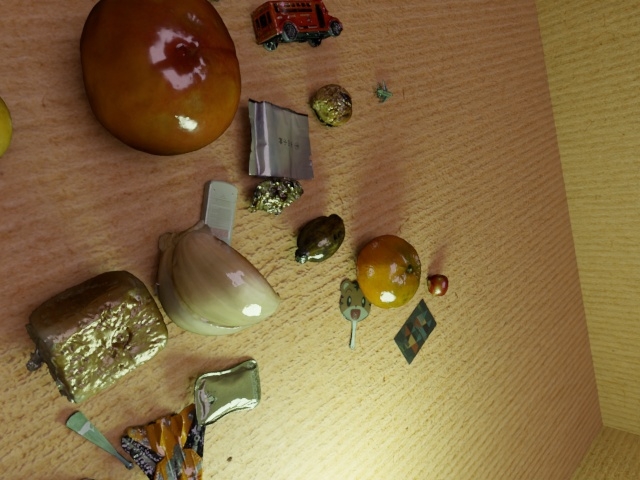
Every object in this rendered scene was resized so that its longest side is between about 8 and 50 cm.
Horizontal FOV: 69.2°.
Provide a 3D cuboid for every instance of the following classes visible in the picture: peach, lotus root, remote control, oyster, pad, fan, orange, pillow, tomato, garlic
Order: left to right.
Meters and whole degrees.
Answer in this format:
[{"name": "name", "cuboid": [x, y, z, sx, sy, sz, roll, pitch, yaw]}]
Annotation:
[{"name": "fan", "cuboid": [-0.478, 0.443, 1.016, 0.038, 0.016, 0.193, -46, 116, -27]}, {"name": "peach", "cuboid": [-0.318, -0.346, 0.960, 0.343, 0.302, 0.342, 1, 88, -40]}, {"name": "remote control", "cuboid": [-0.262, -0.058, 1.183, 0.088, 0.029, 0.189, 10, 84, -39]}, {"name": "garlic", "cuboid": [-0.234, 0.107, 1.073, 0.313, 0.286, 0.249, 53, 24, -24]}, {"name": "pillow", "cuboid": [-0.232, 0.383, 1.187, 0.218, 0.033, 0.130, 2, 81, -52]}, {"name": "oyster", "cuboid": [-0.115, -0.121, 1.269, 0.177, 0.056, 0.105, -12, 128, -47]}, {"name": "lotus root", "cuboid": [0.000, 0.000, 1.342, 0.209, 0.120, 0.120, -45, 117, -33]}, {"name": "fan", "cuboid": [0.114, 0.240, 1.507, 0.153, 0.008, 0.226, 10, 83, -40]}, {"name": "orange", "cuboid": [0.225, 0.101, 1.491, 0.240, 0.171, 0.240, 2, 87, -42]}, {"name": "pad", "cuboid": [0.353, 0.335, 1.709, 0.211, 0.003, 0.143, -47, 118, -29]}, {"name": "tomato", "cuboid": [0.435, 0.166, 1.730, 0.075, 0.087, 0.087, 8, 84, -4]}]

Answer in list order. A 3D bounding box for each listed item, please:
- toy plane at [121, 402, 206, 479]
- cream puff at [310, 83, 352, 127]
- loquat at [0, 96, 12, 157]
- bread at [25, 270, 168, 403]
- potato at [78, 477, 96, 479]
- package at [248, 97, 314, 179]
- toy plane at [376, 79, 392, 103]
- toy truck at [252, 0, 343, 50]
[{"name": "toy plane", "cuboid": [-0.322, 0.559, 1.069, 0.204, 0.103, 0.315, -10, 81, -38]}, {"name": "cream puff", "cuboid": [0.040, -0.407, 1.389, 0.133, 0.104, 0.119, 31, 77, -34]}, {"name": "loquat", "cuboid": [-0.634, -0.197, 0.768, 0.208, 0.208, 0.207, 0, 90, -40]}, {"name": "bread", "cuboid": [-0.460, 0.183, 0.929, 0.246, 0.176, 0.195, -33, 122, -38]}, {"name": "potato", "cuboid": [-0.474, 0.600, 0.980, 0.164, 0.081, 0.200, -54, 123, -27]}, {"name": "package", "cuboid": [-0.115, -0.273, 1.293, 0.251, 0.062, 0.203, -3, 92, -53]}, {"name": "toy plane", "cuboid": [0.215, -0.501, 1.576, 0.083, 0.033, 0.080, 3, 87, -46]}, {"name": "toy truck", "cuboid": [-0.059, -0.608, 1.300, 0.253, 0.108, 0.114, -25, 106, -37]}]
